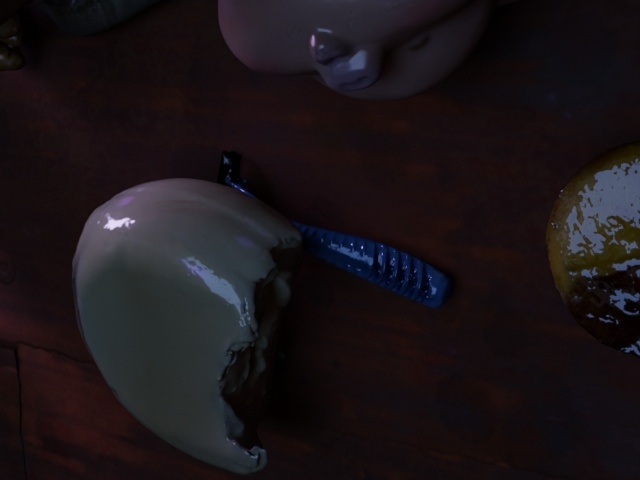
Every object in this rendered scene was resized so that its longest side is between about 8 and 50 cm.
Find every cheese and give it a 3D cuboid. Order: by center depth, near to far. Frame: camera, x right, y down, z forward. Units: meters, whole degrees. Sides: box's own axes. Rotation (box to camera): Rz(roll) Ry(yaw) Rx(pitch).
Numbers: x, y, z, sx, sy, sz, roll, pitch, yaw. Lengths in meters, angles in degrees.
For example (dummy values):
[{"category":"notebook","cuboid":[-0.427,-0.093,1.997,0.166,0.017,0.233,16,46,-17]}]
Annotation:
[{"category":"cheese","cuboid":[-0.107,0.075,0.807,0.233,0.127,0.266,27,130,26]}]

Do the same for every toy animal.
[{"category":"toy animal","cuboid":[0.014,-0.254,0.623,0.237,0.269,0.326,-16,62,33]}]

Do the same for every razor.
[{"category":"razor","cuboid":[0.000,0.000,0.795,0.253,0.042,0.082,24,113,24]}]

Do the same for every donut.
[{"category":"donut","cuboid":[0.256,0.002,0.615,0.184,0.073,0.166,-26,88,33]}]

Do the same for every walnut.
[{"category":"walnut","cuboid":[-0.364,-0.252,0.913,0.170,0.069,0.143,54,156,15]}]

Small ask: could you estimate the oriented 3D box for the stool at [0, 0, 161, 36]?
[{"category":"stool","cuboid":[-0.249,-0.315,0.721,0.310,0.226,0.310,-19,108,39]}]
